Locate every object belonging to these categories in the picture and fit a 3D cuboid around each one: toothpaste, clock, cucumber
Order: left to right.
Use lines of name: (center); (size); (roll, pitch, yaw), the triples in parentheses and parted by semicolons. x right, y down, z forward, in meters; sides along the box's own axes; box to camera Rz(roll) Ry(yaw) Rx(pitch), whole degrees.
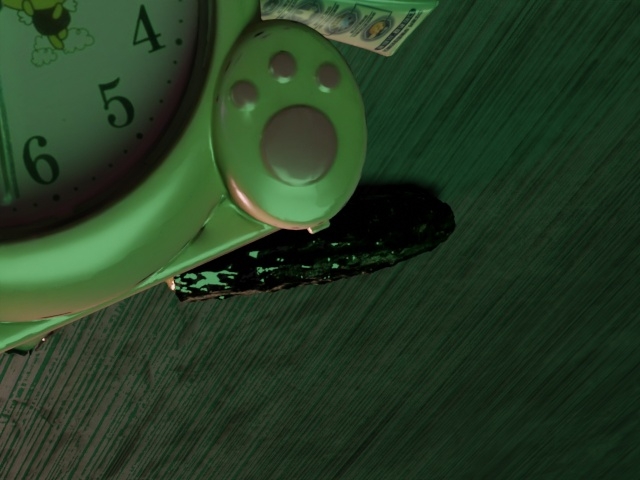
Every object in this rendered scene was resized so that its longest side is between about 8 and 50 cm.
clock: (-0.152, -0.108, 0.447); (0.284, 0.114, 0.309); (-24, 103, -11)
toothpaste: (-0.014, -0.162, 0.685); (0.239, 0.039, 0.062); (3, 139, -42)
cucumber: (0.000, 0.000, 0.881); (0.304, 0.081, 0.072); (-7, 112, -29)

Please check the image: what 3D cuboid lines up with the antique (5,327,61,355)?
antique: (-0.200, -0.040, 0.614); (0.152, 0.146, 0.148); (-43, 143, 18)
